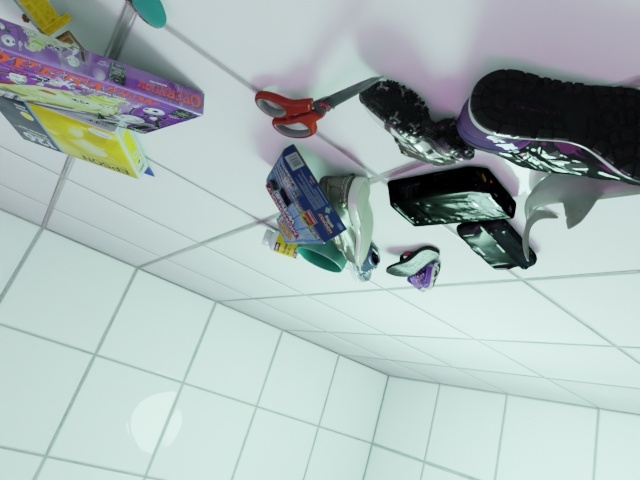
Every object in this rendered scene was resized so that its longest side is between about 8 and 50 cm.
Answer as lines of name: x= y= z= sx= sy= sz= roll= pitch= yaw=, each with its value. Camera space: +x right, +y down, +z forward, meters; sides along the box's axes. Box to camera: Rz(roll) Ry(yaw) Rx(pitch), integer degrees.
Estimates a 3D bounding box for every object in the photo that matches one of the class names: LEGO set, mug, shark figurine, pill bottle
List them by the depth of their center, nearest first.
LEGO set: x=-0.481 y=-0.360 z=0.643 sx=0.107 sy=0.132 sz=0.287 roll=27 pitch=-167 yaw=33
shark figurine: x=0.375 y=-0.054 z=0.681 sx=0.166 sy=0.116 sz=0.278 roll=25 pitch=156 yaw=-13
mug: x=0.008 y=0.003 z=1.132 sx=0.130 sy=0.097 sz=0.158 roll=7 pitch=153 yaw=47
pill bottle: x=-0.108 y=0.008 z=1.295 sx=0.117 sy=0.065 sz=0.065 roll=19 pitch=159 yaw=-1

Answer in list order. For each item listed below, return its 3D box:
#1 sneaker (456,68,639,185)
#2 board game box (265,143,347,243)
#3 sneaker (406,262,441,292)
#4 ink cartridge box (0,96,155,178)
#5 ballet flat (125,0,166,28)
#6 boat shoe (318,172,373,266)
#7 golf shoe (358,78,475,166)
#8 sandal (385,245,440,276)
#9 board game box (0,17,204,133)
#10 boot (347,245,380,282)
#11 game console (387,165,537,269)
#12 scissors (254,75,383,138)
sneaker: x=0.321 y=-0.134 z=0.578 sx=0.284 sy=0.107 sz=0.124 roll=20 pitch=174 yaw=6
board game box: x=-0.053 y=-0.068 z=0.920 sx=0.194 sy=0.060 sz=0.194 roll=58 pitch=156 yaw=1
sneaker: x=0.273 y=0.098 z=1.211 sx=0.071 sy=0.068 sz=0.170 roll=25 pitch=159 yaw=3
ink cartridge box: x=-0.573 y=-0.244 z=1.051 sx=0.304 sy=0.072 sz=0.307 roll=19 pitch=157 yaw=-2
ballet flat: x=-0.254 y=-0.339 z=0.601 sx=0.041 sy=0.041 sz=0.114 roll=4 pitch=155 yaw=32
boat shoe: x=0.060 y=-0.040 z=0.987 sx=0.091 sy=0.109 sz=0.305 roll=13 pitch=153 yaw=16
golf shoe: x=0.131 y=-0.160 z=0.664 sx=0.198 sy=0.077 sz=0.094 roll=26 pitch=158 yaw=-17
sandal: x=0.240 y=0.049 z=1.162 sx=0.067 sy=0.040 sz=0.179 roll=23 pitch=144 yaw=-23
board game box: x=-0.395 y=-0.252 z=0.729 sx=0.208 sy=0.056 sz=0.347 roll=-6 pitch=172 yaw=41
boot: x=0.129 y=0.071 z=1.249 sx=0.086 sy=0.069 sz=0.190 roll=10 pitch=156 yaw=29
game console: x=0.307 y=-0.027 z=0.902 sx=0.213 sy=0.043 sz=0.361 roll=-3 pitch=150 yaw=47
scissors: x=0.005 y=-0.199 z=0.685 sx=0.297 sy=0.021 sz=0.109 roll=10 pitch=155 yaw=46
